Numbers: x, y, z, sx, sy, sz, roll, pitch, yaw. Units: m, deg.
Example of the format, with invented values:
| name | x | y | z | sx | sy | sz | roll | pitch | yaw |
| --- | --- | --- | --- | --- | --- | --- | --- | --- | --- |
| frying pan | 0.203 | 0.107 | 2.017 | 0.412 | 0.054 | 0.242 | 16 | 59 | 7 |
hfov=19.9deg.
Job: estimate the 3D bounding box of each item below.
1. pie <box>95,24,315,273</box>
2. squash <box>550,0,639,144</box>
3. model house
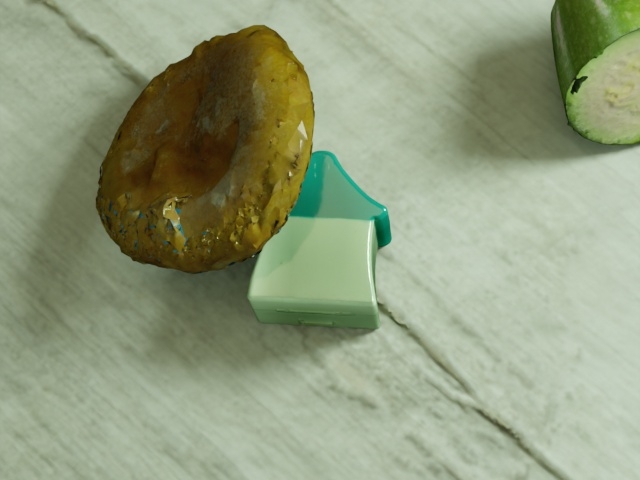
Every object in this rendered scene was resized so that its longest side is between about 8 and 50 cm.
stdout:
| name | x | y | z | sx | sy | sz | roll | pitch | yaw |
| --- | --- | --- | --- | --- | --- | --- | --- | --- | --- |
| pie | -0.105 | -0.084 | 1.672 | 0.273 | 0.069 | 0.273 | -27 | 47 | 33 |
| squash | 0.286 | -0.183 | 1.689 | 0.170 | 0.170 | 0.123 | -22 | 61 | -2 |
| model house | 0.000 | 0.000 | 1.682 | 0.127 | 0.100 | 0.149 | 3 | 76 | 5 |
